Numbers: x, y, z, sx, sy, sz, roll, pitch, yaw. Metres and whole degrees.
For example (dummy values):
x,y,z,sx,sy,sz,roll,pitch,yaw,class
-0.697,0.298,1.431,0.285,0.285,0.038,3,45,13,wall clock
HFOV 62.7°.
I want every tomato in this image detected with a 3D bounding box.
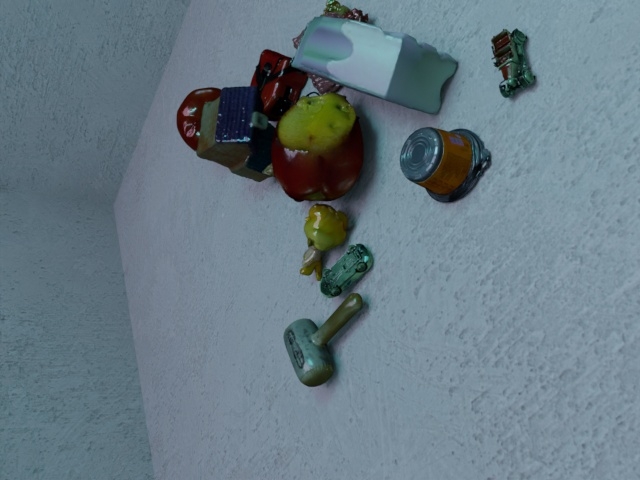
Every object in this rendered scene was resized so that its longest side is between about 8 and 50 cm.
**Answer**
x,y,z,sx,sy,sz,roll,pitch,yaw,class
-0.434,-0.475,2.154,0.226,0.299,0.298,111,164,-81,tomato

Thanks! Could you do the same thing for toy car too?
x,y,z,sx,sy,sz,roll,pitch,yaw,class
0.405,-0.380,1.123,0.073,0.054,0.143,-26,60,50,toy car
0.071,0.087,1.462,0.186,0.058,0.093,-45,45,22,toy car

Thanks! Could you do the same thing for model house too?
x,y,z,sx,sy,sz,roll,pitch,yaw,class
-0.218,-0.360,1.765,0.280,0.312,0.245,-16,62,53,model house

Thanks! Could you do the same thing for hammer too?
x,y,z,sx,sy,sz,roll,pitch,yaw,class
0.019,0.250,1.460,0.305,0.113,0.201,-52,46,26,hammer

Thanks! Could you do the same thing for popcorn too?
x,y,z,sx,sy,sz,roll,pitch,yaw,class
0.039,-0.715,1.700,0.109,0.089,0.097,-58,27,22,popcorn

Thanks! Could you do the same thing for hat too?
x,y,z,sx,sy,sz,roll,pitch,yaw,class
0.037,-0.606,1.634,0.286,0.107,0.236,-32,86,42,hat

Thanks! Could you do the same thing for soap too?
x,y,z,sx,sy,sz,roll,pitch,yaw,class
0.106,-0.476,1.388,0.446,0.262,0.156,41,117,50,soap

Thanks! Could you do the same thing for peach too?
x,y,z,sx,sy,sz,roll,pitch,yaw,class
-0.004,-0.279,1.493,0.281,0.281,0.337,-6,77,54,peach

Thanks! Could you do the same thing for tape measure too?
x,y,z,sx,sy,sz,roll,pitch,yaw,class
-0.164,-0.563,1.912,0.253,0.114,0.260,45,118,50,tape measure

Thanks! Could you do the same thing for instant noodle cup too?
x,y,z,sx,sy,sz,roll,pitch,yaw,class
0.264,-0.184,1.205,0.208,0.126,0.177,-23,64,50,instant noodle cup

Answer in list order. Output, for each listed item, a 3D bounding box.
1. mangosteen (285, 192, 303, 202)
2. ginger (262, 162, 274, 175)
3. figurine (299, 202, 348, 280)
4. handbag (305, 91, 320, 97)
x,y,z,sx,sy,sz,roll,pitch,yaw,class
-0.062,-0.179,1.676,0.140,0.140,0.140,-19,66,51,mangosteen
-0.081,-0.273,1.699,0.214,0.133,0.058,-43,61,30,ginger
0.000,0.000,1.543,0.156,0.131,0.246,-59,-9,-51,figurine
-0.031,-0.422,1.714,0.072,0.115,0.139,-8,57,53,handbag
